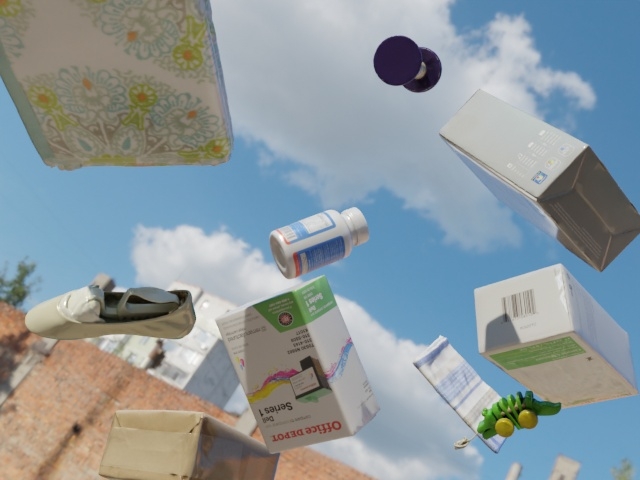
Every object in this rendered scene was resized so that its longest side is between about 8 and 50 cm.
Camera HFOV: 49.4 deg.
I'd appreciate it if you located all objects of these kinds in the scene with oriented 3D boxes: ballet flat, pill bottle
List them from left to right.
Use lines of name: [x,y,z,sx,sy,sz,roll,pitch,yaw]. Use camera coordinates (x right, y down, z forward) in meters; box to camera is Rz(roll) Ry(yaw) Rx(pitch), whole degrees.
ballet flat: [-0.309,0.100,1.044,0.248,0.086,0.086,2,-23,-19]
pill bottle: [0.000,0.000,1.664,0.124,0.221,0.124,55,-24,38]

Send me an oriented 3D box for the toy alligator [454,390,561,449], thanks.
toy alligator: [0.280,0.275,1.089,0.189,0.056,0.051,-29,-89,26]

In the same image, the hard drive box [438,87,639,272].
hard drive box: [0.289,-0.085,0.932,0.181,0.089,0.232,38,8,-36]

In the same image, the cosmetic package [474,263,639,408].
cosmetic package: [0.491,0.209,1.436,0.197,0.155,0.365,-23,-42,34]

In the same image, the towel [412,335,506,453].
towel: [0.354,0.363,1.684,0.285,0.209,0.034,48,-64,15]

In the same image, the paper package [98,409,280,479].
paper package: [-0.309,0.534,1.672,0.309,0.168,0.325,-7,-33,33]

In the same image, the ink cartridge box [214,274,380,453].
ink cartridge box: [-0.042,0.231,1.288,0.201,0.117,0.278,-22,-89,31]

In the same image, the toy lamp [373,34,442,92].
toy lamp: [0.147,-0.277,1.109,0.080,0.274,0.080,2,-81,14]

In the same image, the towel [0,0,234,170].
towel: [-0.305,-0.256,1.030,0.320,0.090,0.375,-2,-40,2]
